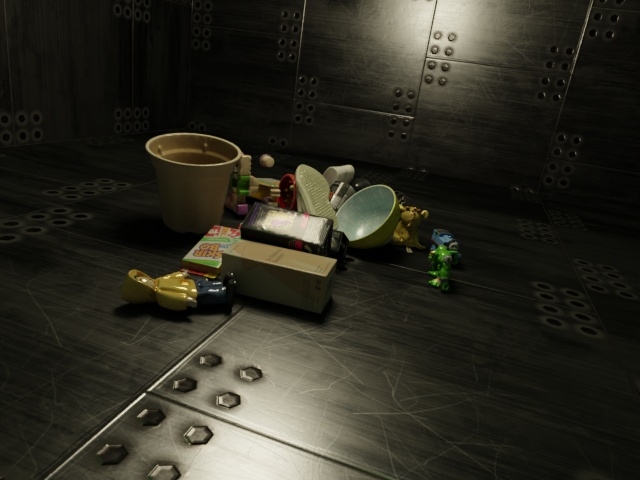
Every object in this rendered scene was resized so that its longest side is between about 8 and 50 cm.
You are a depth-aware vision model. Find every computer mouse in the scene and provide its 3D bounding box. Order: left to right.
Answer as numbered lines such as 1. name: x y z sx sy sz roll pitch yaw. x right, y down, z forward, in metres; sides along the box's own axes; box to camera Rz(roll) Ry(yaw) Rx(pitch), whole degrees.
1. computer mouse: 0.229 -0.240 2.323 0.188 0.072 0.272 49 7 24

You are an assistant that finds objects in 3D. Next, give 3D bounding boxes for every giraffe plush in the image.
1. giraffe plush: 0.359 -0.066 1.980 0.182 0.170 0.210 2 20 -17

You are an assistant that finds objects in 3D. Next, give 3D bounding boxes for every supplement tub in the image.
1. supplement tub: 0.062 -0.159 2.088 0.117 0.190 0.117 27 -21 11

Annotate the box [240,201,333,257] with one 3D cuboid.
1. box: -0.107 0.004 1.536 0.271 0.165 0.143 13 43 9

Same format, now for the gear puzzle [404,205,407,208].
1. gear puzzle: 0.394 -0.172 2.486 0.176 0.044 0.339 4 20 -13

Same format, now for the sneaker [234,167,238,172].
1. sneaker: -0.458 -0.341 2.532 0.234 0.106 0.078 21 24 33

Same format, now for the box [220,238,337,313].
1. box: -0.122 0.099 1.392 0.311 0.121 0.148 12 20 10

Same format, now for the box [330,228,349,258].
1. box: 0.000 0.000 1.701 0.180 0.077 0.147 14 -10 14

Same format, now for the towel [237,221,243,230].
1. towel: -0.204 0.003 1.765 0.237 0.037 0.329 8 19 -3

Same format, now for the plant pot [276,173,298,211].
1. plant pot: -0.084 -0.197 2.156 0.174 0.191 0.191 5 19 -28

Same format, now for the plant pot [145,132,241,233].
1. plant pot: -0.478 -0.203 1.790 0.334 0.305 0.333 8 28 -4

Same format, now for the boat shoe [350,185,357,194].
1. boat shoe: 0.133 -0.208 2.383 0.113 0.127 0.340 26 7 -36

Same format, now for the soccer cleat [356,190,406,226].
1. soccer cleat: 0.228 -0.101 2.059 0.318 0.108 0.116 -31 -14 -12

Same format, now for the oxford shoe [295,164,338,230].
1. oxford shoe: -0.038 -0.157 1.956 0.169 0.130 0.449 16 38 -27

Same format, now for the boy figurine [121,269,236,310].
1. boy figurine: -0.376 0.125 1.271 0.285 0.092 0.177 5 22 -17

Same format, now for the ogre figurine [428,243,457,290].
1. ogre figurine: 0.421 0.086 1.653 0.097 0.118 0.197 15 20 20

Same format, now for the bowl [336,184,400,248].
1. bowl: 0.206 -0.063 1.885 0.156 0.289 0.289 48 -4 -33

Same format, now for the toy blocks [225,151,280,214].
1. toy blocks: -0.364 -0.264 2.095 0.309 0.288 0.260 -4 18 -28

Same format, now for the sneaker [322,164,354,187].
1. sneaker: 0.047 -0.254 2.281 0.169 0.292 0.108 -20 75 -46

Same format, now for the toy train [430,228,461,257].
1. toy train: 0.491 0.026 1.870 0.080 0.105 0.184 5 19 -8

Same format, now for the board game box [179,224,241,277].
1. board game box: -0.345 0.032 1.558 0.124 0.039 0.259 11 35 10

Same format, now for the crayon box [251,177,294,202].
1. crayon box: -0.254 -0.247 2.320 0.203 0.083 0.323 17 12 25
